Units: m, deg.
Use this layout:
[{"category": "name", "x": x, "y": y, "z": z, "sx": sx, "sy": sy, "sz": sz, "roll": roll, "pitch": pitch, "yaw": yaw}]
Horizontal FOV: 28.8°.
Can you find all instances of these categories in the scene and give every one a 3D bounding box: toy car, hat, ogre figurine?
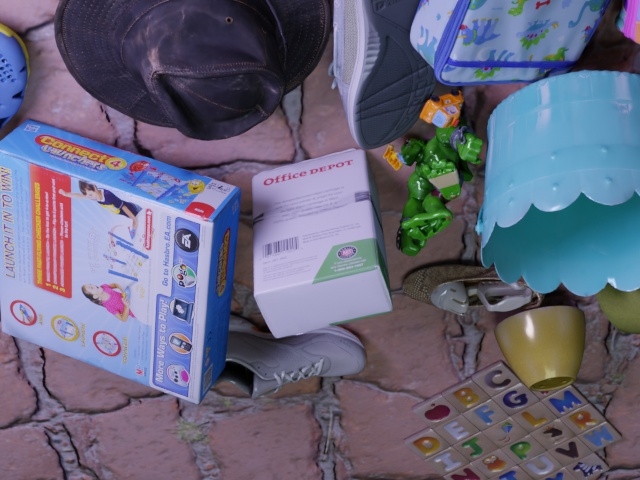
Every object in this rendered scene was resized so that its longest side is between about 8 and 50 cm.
[{"category": "toy car", "x": 0.135, "y": -0.132, "z": 1.544, "sx": 0.060, "sy": 0.040, "sz": 0.122, "roll": -8, "pitch": 145, "yaw": -45}, {"category": "hat", "x": -0.139, "y": -0.199, "z": 1.423, "sx": 0.331, "sy": 0.134, "sz": 0.331, "roll": -8, "pitch": 145, "yaw": -6}, {"category": "ogre figurine", "x": 0.150, "y": -0.081, "z": 1.596, "sx": 0.097, "sy": 0.118, "sz": 0.197, "roll": 3, "pitch": 130, "yaw": 0}]

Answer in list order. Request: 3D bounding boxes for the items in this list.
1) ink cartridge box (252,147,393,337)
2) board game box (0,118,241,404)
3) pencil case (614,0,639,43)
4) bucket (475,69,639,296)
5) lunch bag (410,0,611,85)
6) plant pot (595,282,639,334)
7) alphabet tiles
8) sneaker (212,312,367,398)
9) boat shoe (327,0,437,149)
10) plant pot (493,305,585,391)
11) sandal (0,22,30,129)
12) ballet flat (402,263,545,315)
[{"category": "ink cartridge box", "x": 0.000, "y": 0.000, "z": 1.595, "sx": 0.160, "sy": 0.219, "sz": 0.092, "roll": -13, "pitch": 134, "yaw": 9}, {"category": "board game box", "x": -0.265, "y": 0.030, "z": 1.606, "sx": 0.302, "sy": 0.086, "sz": 0.308, "roll": 19, "pitch": 128, "yaw": 13}, {"category": "pencil case", "x": 0.388, "y": -0.330, "z": 1.402, "sx": 0.104, "sy": 0.104, "sz": 0.236, "roll": -5, "pitch": 131, "yaw": 2}, {"category": "bucket", "x": 0.325, "y": -0.065, "z": 1.502, "sx": 0.281, "sy": 0.183, "sz": 0.281, "roll": 0, "pitch": 155, "yaw": 0}, {"category": "lunch bag", "x": 0.220, "y": -0.260, "z": 1.419, "sx": 0.219, "sy": 0.090, "sz": 0.176, "roll": -4, "pitch": 135, "yaw": -33}, {"category": "plant pot", "x": 0.515, "y": 0.021, "z": 1.633, "sx": 0.293, "sy": 0.275, "sz": 0.275, "roll": -23, "pitch": 130, "yaw": 37}, {"category": "alphabet tiles", "x": 0.316, "y": 0.325, "z": 2.034, "sx": 0.285, "sy": 0.011, "sz": 0.342, "roll": -31, "pitch": 126, "yaw": 23}, {"category": "sneaker", "x": -0.060, "y": 0.186, "z": 1.819, "sx": 0.262, "sy": 0.121, "sz": 0.099, "roll": 5, "pitch": 132, "yaw": -7}, {"category": "boat shoe", "x": 0.066, "y": -0.248, "z": 1.469, "sx": 0.118, "sy": 0.103, "sz": 0.320, "roll": -22, "pitch": 139, "yaw": -15}, {"category": "plant pot", "x": 0.327, "y": 0.163, "z": 1.803, "sx": 0.134, "sy": 0.095, "sz": 0.134, "roll": -8, "pitch": 156, "yaw": -3}, {"category": "sandal", "x": -0.449, "y": -0.130, "z": 1.513, "sx": 0.126, "sy": 0.138, "sz": 0.317, "roll": 23, "pitch": 125, "yaw": -19}, {"category": "ballet flat", "x": 0.221, "y": 0.072, "z": 1.767, "sx": 0.206, "sy": 0.067, "sz": 0.073, "roll": -5, "pitch": 132, "yaw": 2}]
